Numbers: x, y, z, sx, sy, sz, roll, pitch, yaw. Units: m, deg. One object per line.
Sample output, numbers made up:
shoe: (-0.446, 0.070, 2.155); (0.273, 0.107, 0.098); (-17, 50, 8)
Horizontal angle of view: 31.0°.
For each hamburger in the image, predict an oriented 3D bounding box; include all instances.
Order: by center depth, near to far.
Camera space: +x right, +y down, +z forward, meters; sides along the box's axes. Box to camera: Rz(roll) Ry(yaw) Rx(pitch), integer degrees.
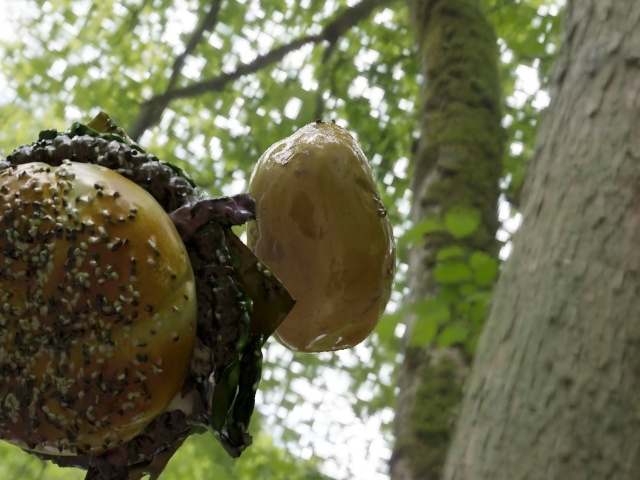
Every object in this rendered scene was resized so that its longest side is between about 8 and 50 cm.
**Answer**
hamburger: (-0.108, 0.034, 0.534); (0.189, 0.164, 0.093); (30, 13, 14)

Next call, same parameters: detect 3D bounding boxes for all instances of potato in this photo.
potato: (0.000, 0.000, 0.834); (0.109, 0.118, 0.178); (15, -59, 39)
